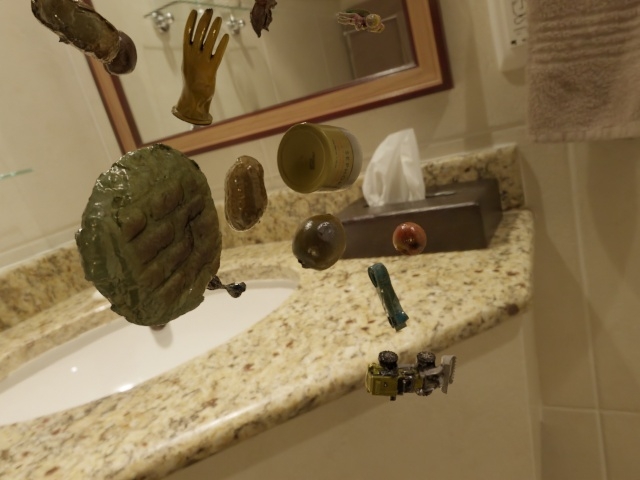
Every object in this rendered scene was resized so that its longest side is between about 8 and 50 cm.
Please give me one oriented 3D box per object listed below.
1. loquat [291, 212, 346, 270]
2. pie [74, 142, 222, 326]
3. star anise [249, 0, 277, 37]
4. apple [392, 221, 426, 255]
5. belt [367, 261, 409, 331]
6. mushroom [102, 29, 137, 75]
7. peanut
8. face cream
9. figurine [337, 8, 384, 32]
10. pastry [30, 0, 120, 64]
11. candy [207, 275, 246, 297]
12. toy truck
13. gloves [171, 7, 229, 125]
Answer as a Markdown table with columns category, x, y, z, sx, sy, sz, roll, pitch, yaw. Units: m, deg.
| category | x | y | z | sx | sy | sz | roll | pitch | yaw |
| --- | --- | --- | --- | --- | --- | --- | --- | --- | --- |
| loquat | 0.000 | 0.000 | 1.311 | 0.152 | 0.152 | 0.195 | 4 | 54 | 49 |
| pie | -0.242 | -0.007 | 0.710 | 0.071 | 0.306 | 0.306 | 6 | 22 | 17 |
| star anise | -0.182 | -0.764 | 1.435 | 0.063 | 0.208 | 0.172 | 15 | 51 | 10 |
| apple | 0.370 | -0.002 | 1.881 | 0.146 | 0.146 | 0.146 | -14 | 16 | 4 |
| belt | 0.290 | 0.240 | 1.938 | 0.072 | 0.302 | 0.087 | -22 | -3 | -24 |
| mushroom | -0.547 | -0.506 | 1.223 | 0.087 | 0.127 | 0.127 | 5 | 14 | -7 |
| peanut | -0.218 | -0.137 | 1.332 | 0.129 | 0.224 | 0.129 | 3 | 9 | 0 |
| face cream | -0.003 | -0.259 | 1.445 | 0.218 | 0.218 | 0.179 | -3 | 5 | 37 |
| figurine | 0.162 | -0.870 | 1.796 | 0.187 | 0.083 | 0.083 | 10 | 19 | 5 |
| pastry | -0.439 | -0.389 | 0.825 | 0.153 | 0.081 | 0.153 | 29 | 8 | -4 |
| candy | -0.337 | 0.121 | 1.384 | 0.226 | 0.094 | 0.051 | 15 | 62 | 0 |
| toy truck | 0.277 | 0.410 | 1.353 | 0.286 | 0.136 | 0.111 | -1 | 20 | -5 |
| gloves | -0.322 | -0.474 | 1.234 | 0.133 | 0.294 | 0.116 | 25 | 30 | 6 |
